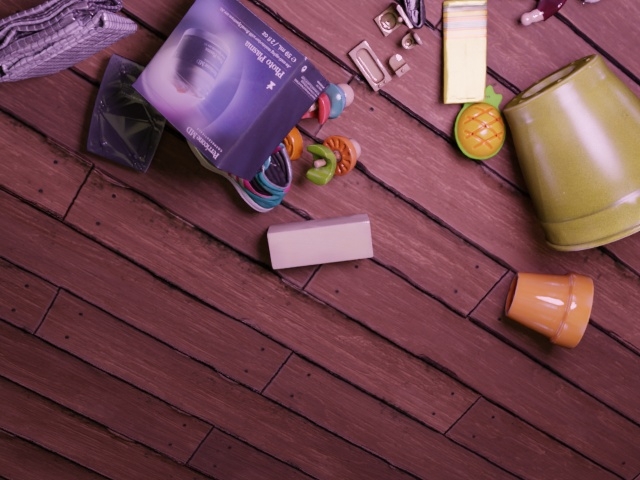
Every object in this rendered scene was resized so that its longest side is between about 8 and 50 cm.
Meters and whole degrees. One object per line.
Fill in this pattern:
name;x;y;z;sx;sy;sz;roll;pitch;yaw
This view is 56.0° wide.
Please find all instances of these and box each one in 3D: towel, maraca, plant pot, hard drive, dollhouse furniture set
towel;0.342;-0.448;1.432;0.102;0.021;0.238;-2;101;4
maraca;0.395;-0.293;1.490;0.127;0.099;0.186;2;88;-4
plant pot;0.617;0.173;1.654;0.187;0.205;0.205;15;114;10
plant pot;0.615;-0.222;1.410;0.366;0.366;0.353;-32;99;13
towel;-0.575;-0.461;1.325;0.283;0.235;0.121;-24;106;9
hard drive;-0.465;-0.313;1.487;0.171;0.054;0.255;21;112;-9
dollhouse furniture set;0.153;-0.442;1.401;0.151;0.123;0.144;-35;110;14

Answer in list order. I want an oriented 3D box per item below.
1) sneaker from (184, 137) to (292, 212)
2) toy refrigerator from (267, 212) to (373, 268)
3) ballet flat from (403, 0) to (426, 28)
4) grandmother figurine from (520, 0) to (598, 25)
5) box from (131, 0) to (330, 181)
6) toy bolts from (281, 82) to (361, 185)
sneaker;-0.180;-0.202;1.465;0.295;0.124;0.178;42;139;-20
toy refrigerator;0.000;0.000;1.614;0.269;0.094;0.102;-8;107;2
ballet flat;0.211;-0.575;1.383;0.057;0.049;0.173;-18;113;6
grandmother figurine;0.495;-0.592;1.354;0.341;0.104;0.208;5;116;-1
box;-0.195;-0.341;1.323;0.296;0.182;0.294;43;99;16
toy bolts;0.001;-0.286;1.492;0.218;0.158;0.229;28;130;31
